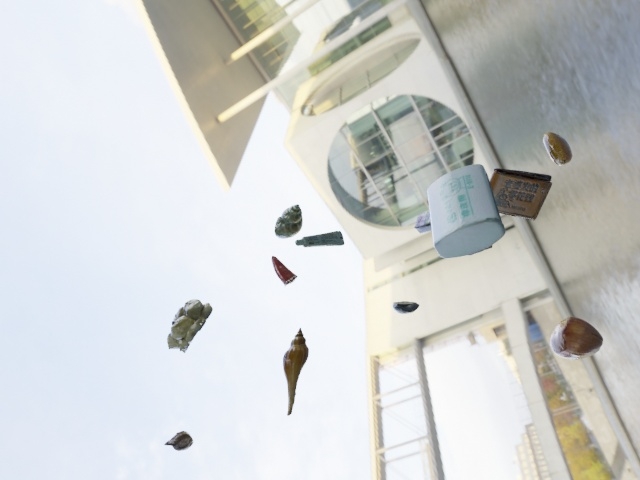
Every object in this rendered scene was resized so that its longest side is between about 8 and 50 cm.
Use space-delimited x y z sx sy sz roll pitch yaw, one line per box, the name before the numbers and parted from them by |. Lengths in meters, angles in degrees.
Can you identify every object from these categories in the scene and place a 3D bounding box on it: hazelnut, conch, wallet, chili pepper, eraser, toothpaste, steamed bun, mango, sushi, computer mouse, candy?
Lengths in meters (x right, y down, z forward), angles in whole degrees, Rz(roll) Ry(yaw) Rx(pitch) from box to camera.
hazelnut | 0.846 0.331 1.611 0.150 0.150 0.150 51 -157 -31
conch | -0.110 0.501 1.883 0.093 0.109 0.331 20 -108 -19
wallet | 0.649 -0.154 1.618 0.042 0.195 0.161 -73 -8 -54
chili pepper | -0.193 0.139 2.415 0.088 0.065 0.169 -20 -117 -46
eraser | 0.411 -0.088 1.404 0.104 0.189 0.290 46 -150 -27
toothpaste | 0.000 0.000 1.976 0.255 0.037 0.067 -7 -104 -41
steamed bun | -0.476 0.299 1.719 0.106 0.192 0.178 34 -146 -8
mango | 0.719 -0.281 1.481 0.080 0.060 0.115 2 -117 -48
sushi | -0.394 0.566 1.381 0.099 0.047 0.051 40 -109 -54
conch | -0.130 -0.077 2.130 0.116 0.173 0.106 31 -178 -38
computer mouse | 0.327 0.259 1.870 0.134 0.079 0.047 -1 -88 -49
candy | 0.536 -0.102 2.073 0.061 0.312 0.088 37 -122 -25
